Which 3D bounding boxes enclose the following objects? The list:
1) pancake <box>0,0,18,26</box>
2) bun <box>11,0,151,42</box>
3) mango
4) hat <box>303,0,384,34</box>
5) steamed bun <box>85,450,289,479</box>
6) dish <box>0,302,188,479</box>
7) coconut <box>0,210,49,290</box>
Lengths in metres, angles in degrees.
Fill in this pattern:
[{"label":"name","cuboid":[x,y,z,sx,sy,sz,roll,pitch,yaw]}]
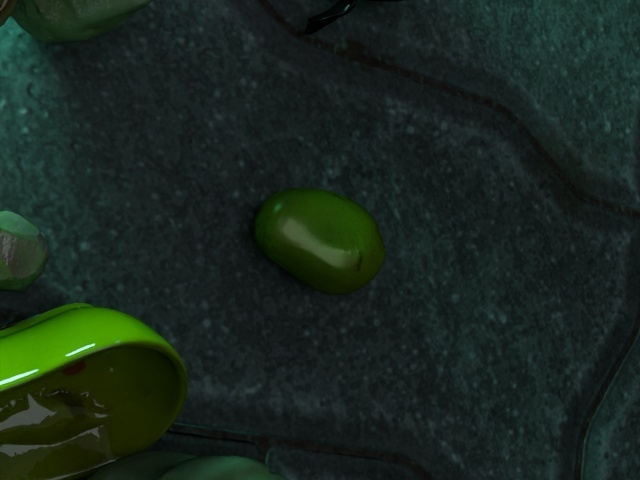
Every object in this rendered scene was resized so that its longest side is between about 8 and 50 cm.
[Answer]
[{"label":"pancake","cuboid":[-0.389,-0.323,0.883,0.356,0.065,0.356,0,92,6]},{"label":"bun","cuboid":[-0.249,-0.316,0.964,0.133,0.231,0.231,25,70,-61]},{"label":"mango","cuboid":[0.003,-0.005,1.145,0.163,0.089,0.117,36,69,-21]},{"label":"hat","cuboid":[0.025,-0.390,1.178,0.336,0.209,0.238,31,49,-5]},{"label":"steamed bun","cuboid":[-0.118,0.389,0.951,0.339,0.247,0.352,14,83,-26]},{"label":"dish","cuboid":[-0.270,0.145,0.952,0.262,0.221,0.108,-16,53,-21]},{"label":"coconut","cuboid":[-0.315,0.013,0.977,0.083,0.081,0.082,-11,103,5]}]
